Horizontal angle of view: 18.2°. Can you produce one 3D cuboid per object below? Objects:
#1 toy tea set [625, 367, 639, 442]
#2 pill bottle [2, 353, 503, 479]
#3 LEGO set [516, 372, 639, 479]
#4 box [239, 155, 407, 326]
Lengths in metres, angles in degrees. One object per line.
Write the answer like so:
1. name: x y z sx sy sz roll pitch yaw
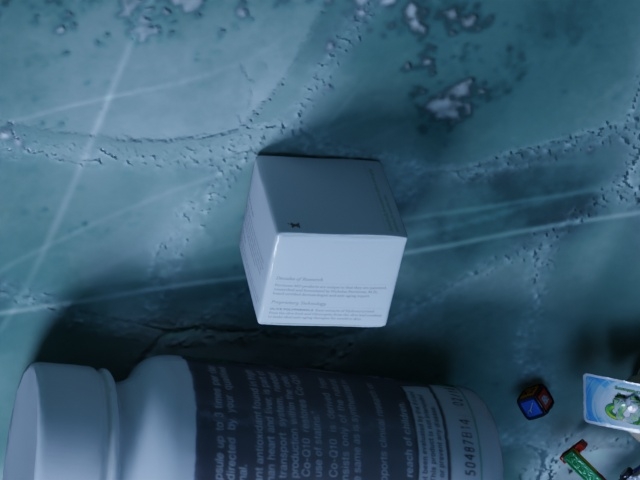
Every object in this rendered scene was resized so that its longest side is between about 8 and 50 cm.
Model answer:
1. toy tea set: 0.366 0.113 1.635 0.200 0.124 0.336 37 139 5
2. pill bottle: -0.057 0.197 1.555 0.361 0.204 0.204 7 126 -17
3. LEGO set: 0.283 0.183 1.645 0.244 0.060 0.182 10 123 24
4. box: 0.000 0.000 1.479 0.102 0.101 0.087 1 127 -14
